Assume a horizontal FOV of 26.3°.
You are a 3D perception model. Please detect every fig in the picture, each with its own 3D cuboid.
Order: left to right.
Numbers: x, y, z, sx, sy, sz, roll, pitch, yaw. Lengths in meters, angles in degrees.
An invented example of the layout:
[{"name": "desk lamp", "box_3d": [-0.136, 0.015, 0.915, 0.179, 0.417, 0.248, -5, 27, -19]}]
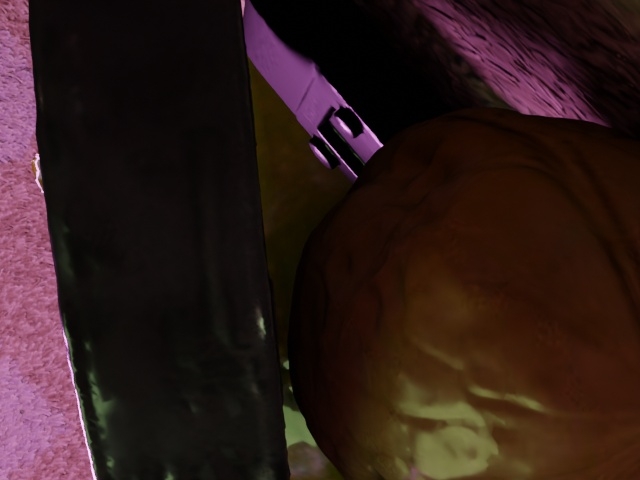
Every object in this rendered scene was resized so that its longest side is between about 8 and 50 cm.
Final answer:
[{"name": "fig", "box_3d": [0.000, 0.000, 0.794, 0.206, 0.206, 0.275, 161, 88, -86]}]

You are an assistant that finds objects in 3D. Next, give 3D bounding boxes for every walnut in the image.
[{"name": "walnut", "box_3d": [0.063, 0.027, 0.421, 0.144, 0.144, 0.180, 47, 166, -26]}]

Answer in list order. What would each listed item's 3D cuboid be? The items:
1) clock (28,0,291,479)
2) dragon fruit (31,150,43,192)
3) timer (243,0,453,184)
[{"name": "clock", "box_3d": [-0.047, -0.028, 0.465, 0.280, 0.055, 0.281, 174, 90, -88]}, {"name": "dragon fruit", "box_3d": [-0.161, -0.071, 1.391, 0.295, 0.130, 0.268, -18, 123, 37]}, {"name": "timer", "box_3d": [0.038, -0.045, 0.632, 0.187, 0.055, 0.144, 50, 174, -2]}]
